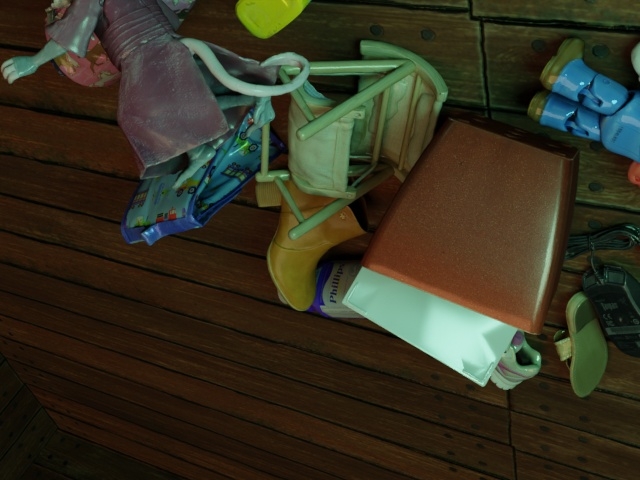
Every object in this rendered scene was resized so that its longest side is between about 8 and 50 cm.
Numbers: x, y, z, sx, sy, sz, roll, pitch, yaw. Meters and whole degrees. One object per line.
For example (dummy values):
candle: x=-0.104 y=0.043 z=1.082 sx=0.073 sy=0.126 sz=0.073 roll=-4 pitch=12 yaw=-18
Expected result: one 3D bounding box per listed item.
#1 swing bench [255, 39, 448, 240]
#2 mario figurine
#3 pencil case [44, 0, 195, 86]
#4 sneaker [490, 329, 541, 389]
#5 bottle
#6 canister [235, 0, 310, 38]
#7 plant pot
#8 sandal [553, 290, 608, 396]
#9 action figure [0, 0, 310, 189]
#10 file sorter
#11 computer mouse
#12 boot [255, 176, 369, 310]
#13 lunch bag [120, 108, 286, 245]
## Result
swing bench: x=0.042 y=-0.164 z=1.344 sx=0.253 sy=0.255 sz=0.165 roll=97 pitch=149 yaw=-51
mario figurine: x=0.454 y=-0.155 z=1.143 sx=0.320 sy=0.170 sz=0.198 roll=34 pitch=-177 yaw=16
pencil case: x=-0.317 y=-0.392 z=1.384 sx=0.386 sy=0.167 sz=0.160 roll=-23 pitch=85 yaw=50
sneaker: x=0.334 y=0.186 z=1.648 sx=0.252 sy=0.103 sz=0.111 roll=38 pitch=142 yaw=-19
bottle: x=0.036 y=0.099 z=1.744 sx=0.283 sy=0.118 sz=0.092 roll=-2 pitch=155 yaw=40
canister: x=-0.034 y=-0.367 z=1.178 sx=0.073 sy=0.170 sz=0.126 roll=45 pitch=144 yaw=-18
plant pot: x=0.248 y=-0.049 z=1.255 sx=0.267 sy=0.267 sz=0.235 roll=21 pitch=107 yaw=15
sandal: x=0.468 y=0.177 z=1.566 sx=0.079 sy=0.088 sz=0.240 roll=42 pitch=154 yaw=50
action figure: x=-0.245 y=-0.265 z=1.151 sx=0.276 sy=0.248 sz=0.370 roll=-33 pitch=94 yaw=44
file sorter: x=0.207 y=0.099 z=1.517 sx=0.278 sy=0.193 sz=0.173 roll=30 pitch=178 yaw=5
computer mouse: x=0.518 y=0.075 z=1.398 sx=0.262 sy=0.060 sz=0.184 roll=53 pitch=146 yaw=-9
boot: x=0.000 y=-0.001 z=1.609 sx=0.211 sy=0.104 sz=0.295 roll=-4 pitch=110 yaw=35
lunch bag: x=-0.238 y=-0.107 z=1.547 sx=0.221 sy=0.293 sz=0.138 roll=-8 pitch=129 yaw=43
